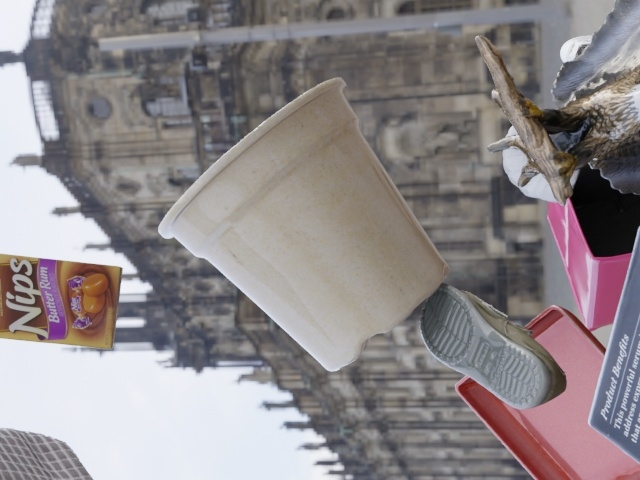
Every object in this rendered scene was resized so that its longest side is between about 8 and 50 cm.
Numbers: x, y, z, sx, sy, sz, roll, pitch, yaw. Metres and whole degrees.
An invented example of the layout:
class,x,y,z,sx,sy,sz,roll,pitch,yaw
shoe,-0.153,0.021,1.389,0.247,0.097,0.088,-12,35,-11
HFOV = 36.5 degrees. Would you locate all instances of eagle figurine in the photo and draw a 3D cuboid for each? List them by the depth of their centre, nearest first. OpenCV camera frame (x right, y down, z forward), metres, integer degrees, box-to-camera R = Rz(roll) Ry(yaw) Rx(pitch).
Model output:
class,x,y,z,sx,sy,sz,roll,pitch,yaw
eagle figurine,0.339,-0.149,1.026,0.225,0.298,0.226,47,158,50

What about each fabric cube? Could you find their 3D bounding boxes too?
class,x,y,z,sx,sy,sz,roll,pitch,yaw
fabric cube,0.526,-0.037,1.603,0.258,0.254,0.259,70,-173,-57

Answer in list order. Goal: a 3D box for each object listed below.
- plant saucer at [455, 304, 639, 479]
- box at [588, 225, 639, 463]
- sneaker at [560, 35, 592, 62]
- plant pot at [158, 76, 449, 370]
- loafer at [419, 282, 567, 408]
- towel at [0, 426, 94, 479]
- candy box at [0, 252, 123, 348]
class,x,y,z,sx,sy,sz,roll,pitch,yaw
plant saucer,0.342,0.231,1.311,0.047,0.259,0.258,-33,-13,-40
box,0.471,0.145,0.783,0.395,0.293,0.212,-139,54,-58
sneaker,0.547,-0.377,1.967,0.090,0.094,0.235,-71,23,12
plant pot,0.000,0.000,1.349,0.305,0.334,0.334,50,-167,2
loafer,0.220,0.140,1.257,0.251,0.087,0.094,44,114,49
towel,-0.365,0.353,1.222,0.283,0.121,0.235,44,-177,29
candy box,-0.356,0.077,1.254,0.053,0.186,0.109,164,112,-82
